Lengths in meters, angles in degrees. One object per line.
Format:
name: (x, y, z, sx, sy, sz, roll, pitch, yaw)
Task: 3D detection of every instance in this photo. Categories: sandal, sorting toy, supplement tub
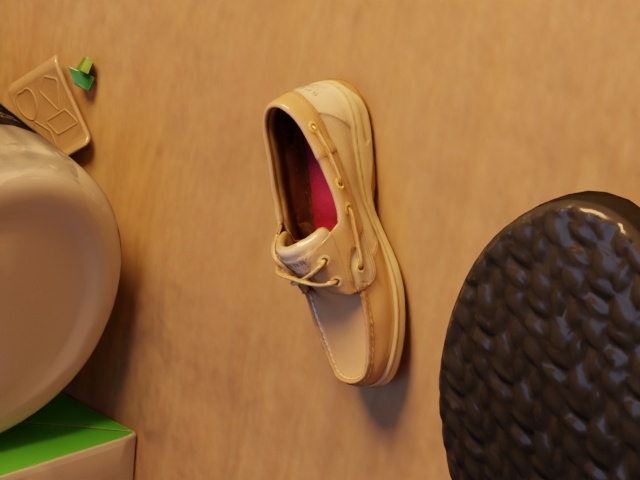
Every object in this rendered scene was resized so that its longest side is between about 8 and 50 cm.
sandal: (0.176, 0.180, 0.888, 0.167, 0.107, 0.446, -7, 107, 44)
sorting toy: (-0.162, -0.084, 1.209, 0.083, 0.012, 0.062, -24, 85, 45)
supplement tub: (-0.298, -0.032, 1.213, 0.338, 0.207, 0.207, 37, 123, 37)

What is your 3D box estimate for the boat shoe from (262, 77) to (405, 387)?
boat shoe: (0.000, 0.000, 1.034, 0.063, 0.059, 0.170, -9, 93, 46)

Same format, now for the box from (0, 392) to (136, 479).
box: (-0.260, 0.232, 1.205, 0.127, 0.262, 0.231, 22, 113, 40)
